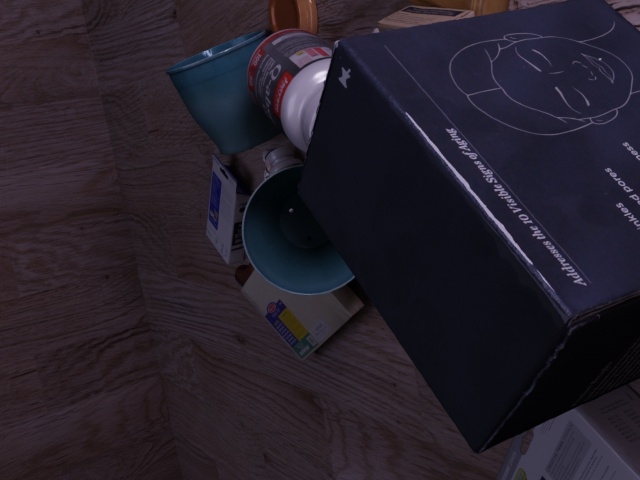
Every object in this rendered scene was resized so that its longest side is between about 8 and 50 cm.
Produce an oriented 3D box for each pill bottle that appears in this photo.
[{"bbox_3d":[-0.008,-0.303,1.772,0.363,0.210,0.210,-129,35,-54],"label":"pill bottle"},{"bbox_3d":[-0.075,-0.151,2.139,0.094,0.094,0.169,-44,66,58],"label":"pill bottle"}]

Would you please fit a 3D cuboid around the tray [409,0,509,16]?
[{"bbox_3d":[0.186,-0.539,1.513,0.411,0.076,0.203,41,137,44],"label":"tray"}]

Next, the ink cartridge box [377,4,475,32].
[{"bbox_3d":[0.214,-0.291,1.492,0.193,0.088,0.234,31,147,56],"label":"ink cartridge box"}]

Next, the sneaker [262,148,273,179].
[{"bbox_3d":[-0.131,-0.195,2.275,0.044,0.040,0.109,3,106,58],"label":"sneaker"}]

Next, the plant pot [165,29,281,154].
[{"bbox_3d":[-0.219,-0.367,2.143,0.271,0.272,0.255,10,126,59],"label":"plant pot"}]

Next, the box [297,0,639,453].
[{"bbox_3d":[0.300,-0.054,1.127,0.480,0.472,0.297,57,146,31],"label":"box"}]

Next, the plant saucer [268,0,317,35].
[{"bbox_3d":[-0.073,-0.540,2.009,0.200,0.037,0.200,34,131,50],"label":"plant saucer"}]

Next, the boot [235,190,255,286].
[{"bbox_3d":[-0.180,-0.001,2.398,0.264,0.096,0.280,12,113,59],"label":"boot"}]

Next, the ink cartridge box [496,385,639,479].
[{"bbox_3d":[0.461,0.400,1.417,0.272,0.130,0.309,51,143,39],"label":"ink cartridge box"}]

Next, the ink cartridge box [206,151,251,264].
[{"bbox_3d":[-0.281,-0.101,2.562,0.165,0.065,0.332,52,145,36],"label":"ink cartridge box"}]

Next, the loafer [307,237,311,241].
[{"bbox_3d":[0.000,0.000,2.085,0.094,0.087,0.251,27,126,54],"label":"loafer"}]

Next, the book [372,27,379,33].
[{"bbox_3d":[0.124,-0.359,1.751,0.096,0.035,0.144,61,150,20],"label":"book"}]

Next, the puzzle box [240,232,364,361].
[{"bbox_3d":[-0.060,0.148,2.189,0.272,0.052,0.409,48,150,5],"label":"puzzle box"}]

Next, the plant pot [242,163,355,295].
[{"bbox_3d":[-0.028,-0.035,1.915,0.195,0.290,0.290,-100,-1,-81],"label":"plant pot"}]
